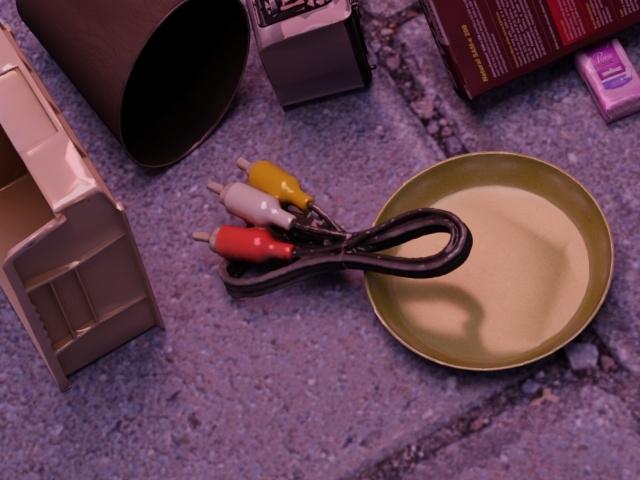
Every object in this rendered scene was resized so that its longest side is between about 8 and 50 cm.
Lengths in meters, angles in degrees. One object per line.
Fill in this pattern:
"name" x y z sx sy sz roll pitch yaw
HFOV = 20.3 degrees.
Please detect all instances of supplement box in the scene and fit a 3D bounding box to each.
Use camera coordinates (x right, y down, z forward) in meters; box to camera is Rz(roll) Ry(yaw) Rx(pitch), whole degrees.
"supplement box" 0.228 -0.253 1.815 0.239 0.130 0.073 -24 15 -5

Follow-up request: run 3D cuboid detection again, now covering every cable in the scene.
"cable" 0.000 0.000 1.716 0.287 0.072 0.139 11 64 37

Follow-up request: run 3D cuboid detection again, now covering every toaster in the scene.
"toaster" -0.017 -0.246 1.842 0.110 0.186 0.168 -16 67 4

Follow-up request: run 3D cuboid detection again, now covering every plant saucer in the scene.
"plant saucer" 0.162 0.024 1.724 0.241 0.037 0.241 -4 59 7

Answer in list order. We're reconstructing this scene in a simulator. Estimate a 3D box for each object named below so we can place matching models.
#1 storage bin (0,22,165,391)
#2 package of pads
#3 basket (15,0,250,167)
"storage bin" -0.280 -0.040 1.716 0.123 0.260 0.262 -28 59 -11
"package of pads" 0.296 -0.162 1.811 0.050 0.032 0.083 -20 59 -4
"basket" -0.207 -0.219 1.866 0.154 0.204 0.227 -4 34 -46
